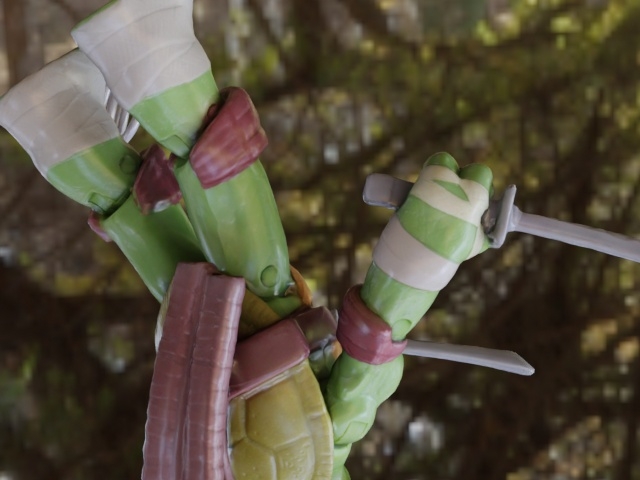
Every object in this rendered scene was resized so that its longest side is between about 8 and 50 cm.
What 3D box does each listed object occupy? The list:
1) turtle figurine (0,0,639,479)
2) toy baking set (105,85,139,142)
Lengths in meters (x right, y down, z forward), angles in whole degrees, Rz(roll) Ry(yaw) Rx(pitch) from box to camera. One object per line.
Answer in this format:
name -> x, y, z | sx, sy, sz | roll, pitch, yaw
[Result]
turtle figurine -> 0.000, 0.000, 0.818 | 0.274, 0.266, 0.198 | -35, -176, -4
toy baking set -> -0.103, -0.159, 1.110 | 0.030, 0.197, 0.256 | 15, 148, -16
